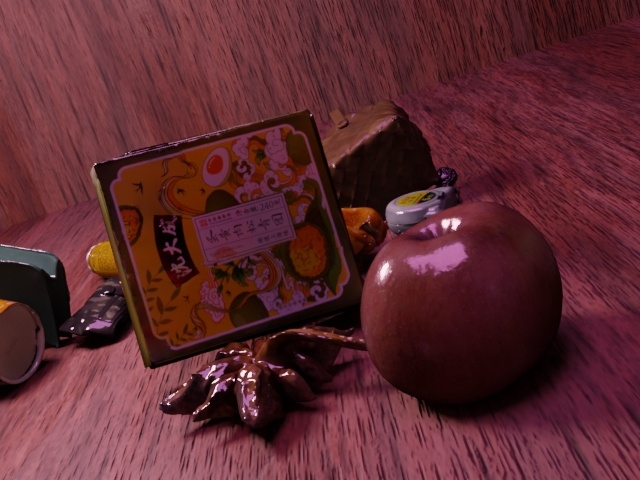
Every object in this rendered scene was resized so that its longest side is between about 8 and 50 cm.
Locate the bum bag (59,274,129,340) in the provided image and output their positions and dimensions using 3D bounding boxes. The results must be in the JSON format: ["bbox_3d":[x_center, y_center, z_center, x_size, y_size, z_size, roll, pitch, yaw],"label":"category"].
[{"bbox_3d":[-0.476,0.139,2.170,0.144,0.095,0.340,2,23,15],"label":"bum bag"}]

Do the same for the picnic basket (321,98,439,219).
[{"bbox_3d":[0.117,-0.190,2.255,0.291,0.254,0.321,-35,18,5],"label":"picnic basket"}]

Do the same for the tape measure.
[{"bbox_3d":[0.192,-0.030,1.978,0.164,0.084,0.330,-12,16,29],"label":"tape measure"}]

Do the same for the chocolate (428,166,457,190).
[{"bbox_3d":[0.289,-0.120,2.237,0.072,0.070,0.147,-1,33,22],"label":"chocolate"}]

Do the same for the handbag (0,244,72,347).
[{"bbox_3d":[-0.736,0.120,2.136,0.327,0.238,0.089,7,30,13],"label":"handbag"}]

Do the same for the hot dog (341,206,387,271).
[{"bbox_3d":[0.000,0.000,2.050,0.349,0.117,0.158,2,32,47],"label":"hot dog"}]

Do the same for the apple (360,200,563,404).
[{"bbox_3d":[0.200,0.084,1.340,0.306,0.235,0.305,-19,16,6],"label":"apple"}]

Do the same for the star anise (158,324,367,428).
[{"bbox_3d":[-0.083,0.205,1.493,0.350,0.109,0.292,-1,32,48],"label":"star anise"}]

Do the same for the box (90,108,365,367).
[{"bbox_3d":[-0.161,-0.004,1.684,0.420,0.373,0.138,-15,-4,-14],"label":"box"}]

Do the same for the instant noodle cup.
[{"bbox_3d":[-0.716,0.218,1.992,0.182,0.230,0.230,0,23,23],"label":"instant noodle cup"}]

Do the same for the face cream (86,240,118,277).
[{"bbox_3d":[-0.513,0.050,2.474,0.349,0.105,0.105,-1,24,46],"label":"face cream"}]
